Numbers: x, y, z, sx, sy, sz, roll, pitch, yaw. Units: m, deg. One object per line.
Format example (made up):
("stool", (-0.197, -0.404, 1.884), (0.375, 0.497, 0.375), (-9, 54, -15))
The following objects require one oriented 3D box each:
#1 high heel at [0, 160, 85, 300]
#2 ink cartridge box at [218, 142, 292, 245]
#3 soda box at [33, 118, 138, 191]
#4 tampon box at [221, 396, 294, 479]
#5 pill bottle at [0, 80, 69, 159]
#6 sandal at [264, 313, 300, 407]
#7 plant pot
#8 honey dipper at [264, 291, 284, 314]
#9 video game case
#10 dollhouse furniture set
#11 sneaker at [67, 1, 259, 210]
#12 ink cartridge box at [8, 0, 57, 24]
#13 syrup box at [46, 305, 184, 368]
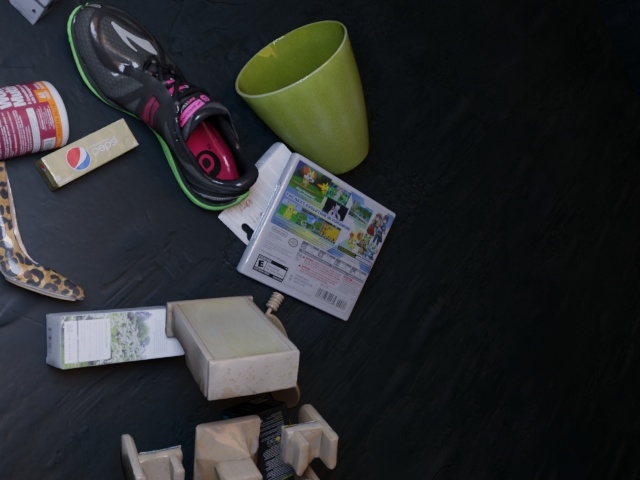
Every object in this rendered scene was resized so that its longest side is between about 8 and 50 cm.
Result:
("high heel", (-0.509, -0.014, 1.087), (0.261, 0.093, 0.186), (29, 73, -22))
("ink cartridge box", (-0.109, -0.083, 1.446), (0.232, 0.066, 0.189), (-48, 115, -10))
("soda box", (-0.445, -0.165, 1.181), (0.181, 0.058, 0.061), (-38, 107, -34))
("tampon box", (-0.127, 0.431, 1.310), (0.101, 0.120, 0.161), (-11, 91, -37))
("pill bottle", (-0.562, -0.197, 1.056), (0.221, 0.121, 0.121), (-23, 98, -37))
("sandal", (-0.098, 0.258, 1.398), (0.079, 0.088, 0.240), (-77, 154, -69))
("plant pot", (-0.006, -0.304, 1.435), (0.275, 0.274, 0.293), (-57, 134, -28))
("honey dipper", (-0.133, 0.190, 1.395), (0.030, 0.030, 0.161), (42, 63, -26))
("video game case", (0.000, 0.000, 1.469), (0.329, 0.036, 0.300), (28, 84, -31))
("dollhouse furniture set", (-0.180, 0.334, 1.134), (0.362, 0.256, 0.394), (-2, 108, -27))
("sneaker", (-0.286, -0.275, 1.225), (0.483, 0.202, 0.185), (49, 58, -22))
("ink cartridge box", (-0.519, -0.473, 1.103), (0.109, 0.150, 0.063), (47, 59, -23))
("syrup box", (-0.381, 0.178, 1.162), (0.236, 0.096, 0.093), (0, 87, -39))
